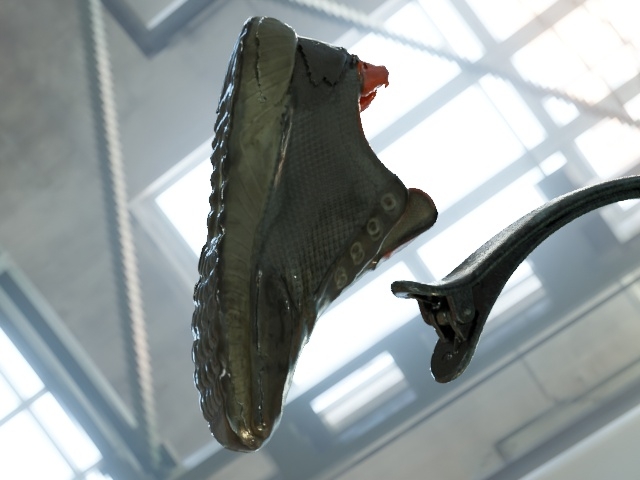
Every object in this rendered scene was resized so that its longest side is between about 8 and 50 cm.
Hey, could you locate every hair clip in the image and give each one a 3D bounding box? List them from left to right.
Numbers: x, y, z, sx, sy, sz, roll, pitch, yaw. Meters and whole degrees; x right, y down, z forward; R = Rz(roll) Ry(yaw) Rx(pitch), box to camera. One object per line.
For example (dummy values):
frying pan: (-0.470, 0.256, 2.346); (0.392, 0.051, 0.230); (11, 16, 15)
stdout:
hair clip: (0.140, 0.002, 1.086); (0.229, 0.039, 0.070); (-34, -77, -31)

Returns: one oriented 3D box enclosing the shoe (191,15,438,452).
shoe: (0.000, 0.000, 1.288); (0.171, 0.132, 0.336); (8, -110, -10)
